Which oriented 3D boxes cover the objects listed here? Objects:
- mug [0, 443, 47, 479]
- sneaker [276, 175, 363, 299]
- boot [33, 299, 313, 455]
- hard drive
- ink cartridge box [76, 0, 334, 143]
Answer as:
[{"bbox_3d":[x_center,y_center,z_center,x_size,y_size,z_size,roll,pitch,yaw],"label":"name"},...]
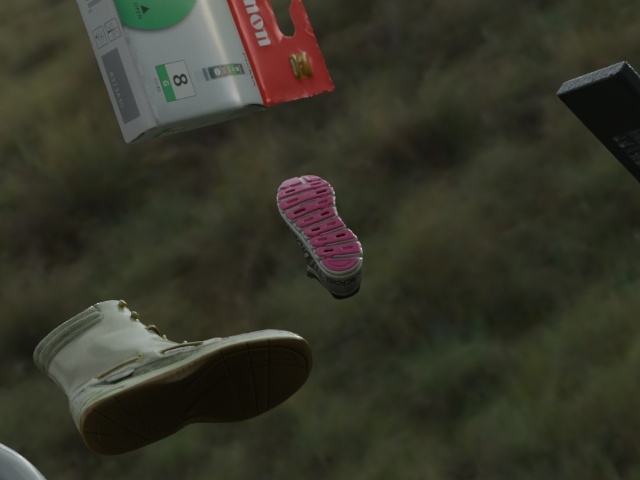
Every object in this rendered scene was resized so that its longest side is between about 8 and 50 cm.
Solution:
[{"bbox_3d":[-0.260,0.318,1.430,0.328,0.374,0.276,-14,-16,-17],"label":"mug"},{"bbox_3d":[0.000,0.000,2.091,0.063,0.074,0.170,-19,43,-13],"label":"sneaker"},{"bbox_3d":[-0.130,0.101,1.730,0.213,0.077,0.165,-17,28,-19],"label":"boot"},{"bbox_3d":[0.303,-0.111,1.930,0.094,0.135,0.022,-16,35,56],"label":"hard drive"},{"bbox_3d":[-0.085,-0.186,1.574,0.225,0.181,0.056,-17,-3,-39],"label":"ink cartridge box"}]
